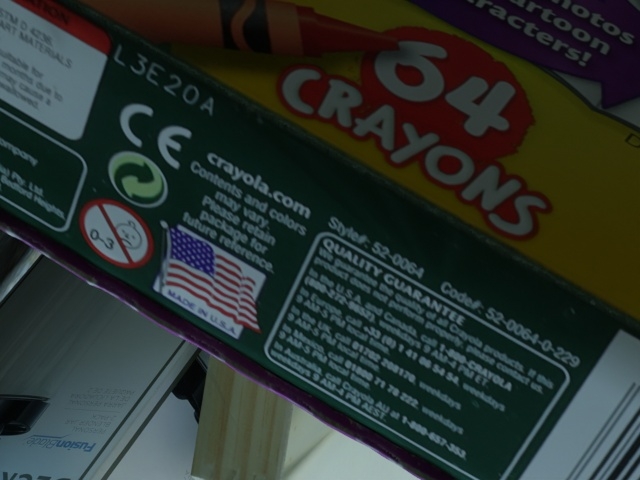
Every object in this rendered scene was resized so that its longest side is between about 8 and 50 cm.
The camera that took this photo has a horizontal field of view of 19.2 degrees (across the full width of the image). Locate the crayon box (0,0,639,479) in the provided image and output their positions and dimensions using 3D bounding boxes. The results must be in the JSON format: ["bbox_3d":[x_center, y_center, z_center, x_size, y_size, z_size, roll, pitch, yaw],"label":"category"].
[{"bbox_3d":[0.068,-0.068,0.656,0.313,0.363,0.106,-54,173,-47],"label":"crayon box"}]

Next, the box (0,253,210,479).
[{"bbox_3d":[-0.091,0.068,0.944,0.169,0.087,0.290,0,-138,41],"label":"box"}]

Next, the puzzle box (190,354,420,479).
[{"bbox_3d":[0.063,-0.077,0.936,0.272,0.052,0.408,12,87,-57],"label":"puzzle box"}]
